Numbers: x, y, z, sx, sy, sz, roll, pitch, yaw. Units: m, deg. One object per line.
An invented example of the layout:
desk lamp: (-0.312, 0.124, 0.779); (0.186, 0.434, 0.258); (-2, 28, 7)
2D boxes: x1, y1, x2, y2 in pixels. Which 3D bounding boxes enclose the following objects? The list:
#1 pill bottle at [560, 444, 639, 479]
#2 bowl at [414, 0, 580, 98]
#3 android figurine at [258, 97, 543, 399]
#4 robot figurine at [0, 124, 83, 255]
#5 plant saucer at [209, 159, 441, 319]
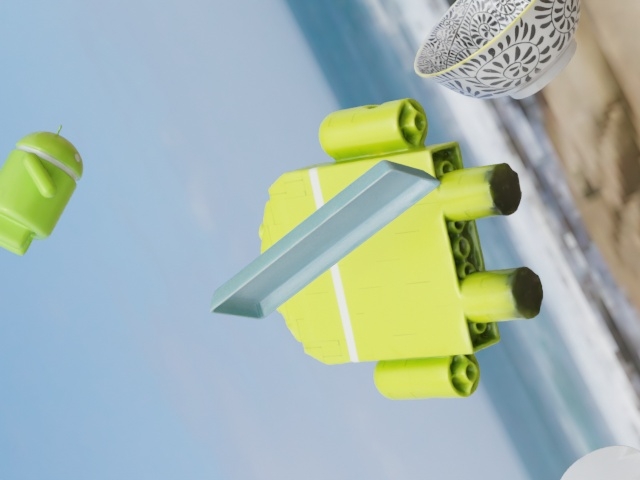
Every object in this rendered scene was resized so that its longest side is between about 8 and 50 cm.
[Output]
pill bottle: (0.271, 0.268, 1.596); (0.193, 0.108, 0.108); (61, -177, -26)
bowl: (0.170, -0.177, 1.664); (0.080, 0.170, 0.170); (45, -173, -18)
android figurine: (0.053, 0.013, 1.560); (0.056, 0.273, 0.248); (-19, -83, -47)
robot figurine: (-0.254, -0.046, 1.690); (0.067, 0.115, 0.101); (26, 165, 4)
plant saucer: (0.000, 0.000, 1.425); (0.067, 0.192, 0.018); (12, -134, -53)
